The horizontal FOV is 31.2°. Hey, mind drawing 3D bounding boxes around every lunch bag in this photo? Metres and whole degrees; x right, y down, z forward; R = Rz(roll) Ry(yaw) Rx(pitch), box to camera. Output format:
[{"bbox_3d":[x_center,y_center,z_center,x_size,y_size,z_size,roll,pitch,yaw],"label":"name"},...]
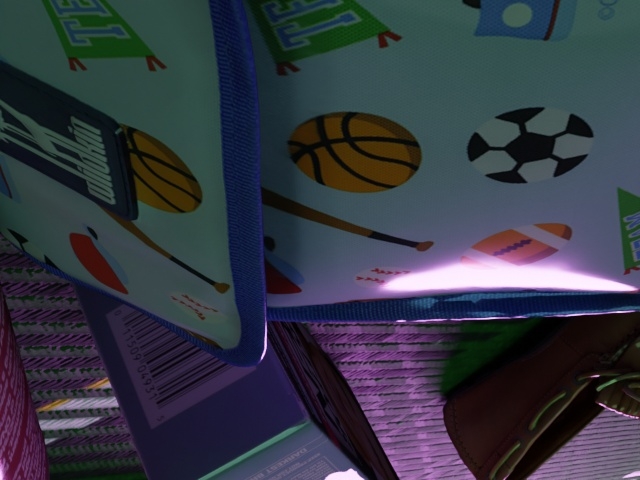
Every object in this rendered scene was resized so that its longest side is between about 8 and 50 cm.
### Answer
[{"bbox_3d":[0.001,-0.107,0.498,0.386,0.238,0.327,-1,148,-1],"label":"lunch bag"}]

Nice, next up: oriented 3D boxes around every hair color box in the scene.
[{"bbox_3d":[-0.038,0.143,0.890,0.114,0.185,0.374,-29,150,2],"label":"hair color box"}]

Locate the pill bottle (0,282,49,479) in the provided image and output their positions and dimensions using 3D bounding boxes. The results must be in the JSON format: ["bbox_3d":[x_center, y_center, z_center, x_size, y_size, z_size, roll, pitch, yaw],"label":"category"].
[{"bbox_3d":[-0.267,0.108,0.615,0.224,0.224,0.392,-18,148,-17],"label":"pill bottle"}]

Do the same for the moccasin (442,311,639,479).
[{"bbox_3d":[0.301,0.136,1.183,0.380,0.147,0.139,-36,149,15],"label":"moccasin"}]
